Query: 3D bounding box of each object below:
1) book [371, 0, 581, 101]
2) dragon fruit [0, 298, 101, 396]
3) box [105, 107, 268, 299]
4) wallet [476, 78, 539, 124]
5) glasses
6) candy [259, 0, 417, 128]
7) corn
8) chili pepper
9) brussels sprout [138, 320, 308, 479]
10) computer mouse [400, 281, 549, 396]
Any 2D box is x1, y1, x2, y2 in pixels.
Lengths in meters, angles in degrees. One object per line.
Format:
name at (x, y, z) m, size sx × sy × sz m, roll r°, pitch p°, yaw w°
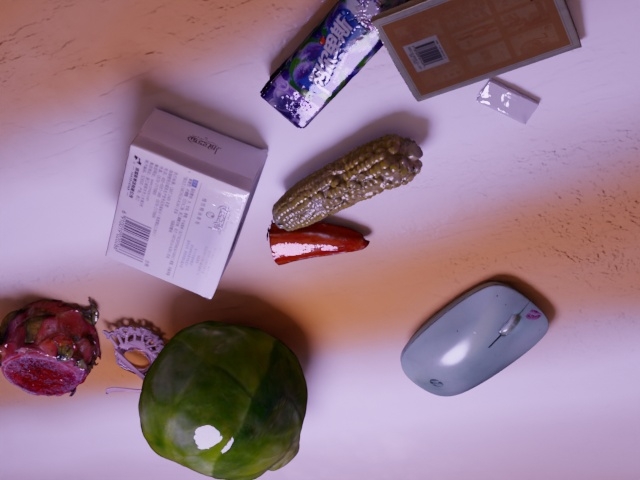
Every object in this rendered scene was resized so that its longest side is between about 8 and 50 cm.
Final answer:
book at (0.210, -0.281, 1.308) m, size 0.241 × 0.018 × 0.170 m, roll -17°, pitch 139°, yaw 21°
dragon fruit at (-0.558, 0.226, 1.979) m, size 0.211 × 0.147 × 0.282 m, roll 42°, pitch 131°, yaw -20°
box at (-0.227, -0.058, 1.630) m, size 0.203 × 0.116 × 0.274 m, roll 22°, pitch 134°, yaw -2°
wallet at (0.271, -0.201, 1.412) m, size 0.083 × 0.011 × 0.044 m, roll 26°, pitch 134°, yaw -5°
glasses at (-0.335, 0.261, 1.977) m, size 0.255 × 0.095 × 0.162 m, roll 25°, pitch 126°, yaw -8°
candy at (0.033, -0.281, 1.380) m, size 0.088 × 0.061 × 0.312 m, roll 37°, pitch 132°, yaw -14°
corn at (0.037, -0.089, 1.538) m, size 0.288 × 0.086 × 0.086 m, roll -25°, pitch 120°, yaw 35°
chili pepper at (0.000, 0.004, 1.656) m, size 0.168 × 0.065 × 0.088 m, roll -2°, pitch 143°, yaw 12°
brussels sprout at (-0.165, 0.309, 1.835) m, size 0.281 × 0.289 × 0.355 m, roll 6°, pitch 147°, yaw 32°
computer mouse at (0.262, 0.188, 1.714) m, size 0.159 × 0.097 × 0.288 m, roll 38°, pitch 132°, yaw -15°
